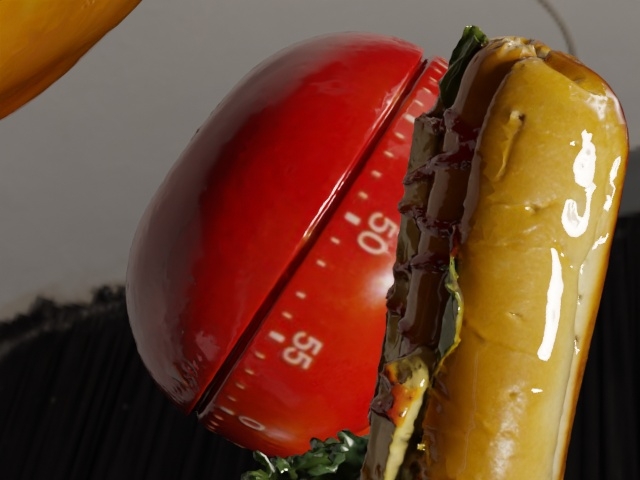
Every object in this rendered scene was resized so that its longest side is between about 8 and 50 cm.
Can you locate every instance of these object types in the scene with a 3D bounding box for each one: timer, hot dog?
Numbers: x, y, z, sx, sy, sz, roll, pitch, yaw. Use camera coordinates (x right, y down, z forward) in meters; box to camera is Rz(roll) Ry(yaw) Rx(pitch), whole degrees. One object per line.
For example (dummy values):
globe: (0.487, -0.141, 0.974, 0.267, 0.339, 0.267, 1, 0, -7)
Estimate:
timer: (0.000, 0.000, 1.214, 0.279, 0.378, 0.378, 34, 136, 0)
hot dog: (0.052, 0.049, 0.521, 0.076, 0.104, 0.250, 7, 105, -17)

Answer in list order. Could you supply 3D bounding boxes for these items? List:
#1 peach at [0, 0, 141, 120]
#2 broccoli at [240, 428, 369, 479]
peach: (-0.179, -0.165, 0.364, 0.343, 0.342, 0.301, 28, 131, -18)
broccoli: (0.062, 0.300, 0.846, 0.375, 0.302, 0.249, 34, 145, 11)
